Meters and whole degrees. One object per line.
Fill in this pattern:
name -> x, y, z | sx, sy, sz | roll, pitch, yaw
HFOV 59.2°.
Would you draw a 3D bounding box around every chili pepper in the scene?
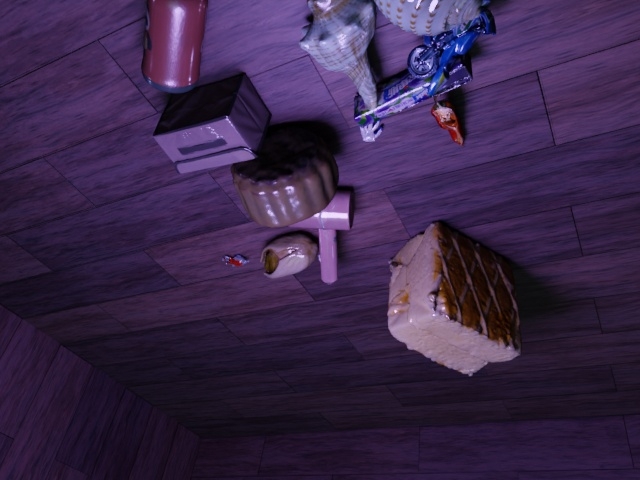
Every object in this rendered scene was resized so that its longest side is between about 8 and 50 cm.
chili pepper -> 0.332, -0.312, 1.450 | 0.059, 0.050, 0.268 | -13, 159, 26

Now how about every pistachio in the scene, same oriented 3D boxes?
pistachio -> -0.111, 0.054, 1.957 | 0.238, 0.137, 0.153 | -22, 160, 24

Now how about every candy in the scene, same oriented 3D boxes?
candy -> 0.221, -0.378, 1.398 | 0.312, 0.088, 0.061 | -19, 138, 30

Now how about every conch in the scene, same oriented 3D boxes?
conch -> 0.035, -0.459, 1.278 | 0.170, 0.203, 0.386 | -27, 132, -22
conch -> 0.205, -0.564, 1.076 | 0.319, 0.215, 0.303 | 33, 123, -18

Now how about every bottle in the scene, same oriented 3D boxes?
bottle -> -0.336, -0.519, 1.318 | 0.144, 0.144, 0.336 | 17, 138, -8

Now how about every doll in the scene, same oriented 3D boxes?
doll -> -0.311, 0.077, 2.106 | 0.114, 0.039, 0.057 | -2, 112, 27

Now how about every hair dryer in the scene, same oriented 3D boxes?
hair dryer -> 0.000, 0.000, 1.814 | 0.211, 0.125, 0.352 | 3, 121, 10

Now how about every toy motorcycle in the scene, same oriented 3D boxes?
toy motorcycle -> 0.299, -0.449, 1.251 | 0.135, 0.092, 0.254 | 47, 121, 15

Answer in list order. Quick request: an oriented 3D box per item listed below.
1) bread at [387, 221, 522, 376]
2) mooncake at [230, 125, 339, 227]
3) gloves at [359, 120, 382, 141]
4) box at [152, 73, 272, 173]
bread -> 0.421, 0.190, 1.818 | 0.371, 0.390, 0.279 | 25, 134, -19
mooncake -> -0.096, -0.184, 1.548 | 0.291, 0.290, 0.161 | -4, 135, 17
gloves -> 0.140, -0.310, 1.551 | 0.064, 0.026, 0.086 | -1, 135, 11
box -> -0.292, -0.312, 1.522 | 0.252, 0.188, 0.153 | -7, 140, 23
